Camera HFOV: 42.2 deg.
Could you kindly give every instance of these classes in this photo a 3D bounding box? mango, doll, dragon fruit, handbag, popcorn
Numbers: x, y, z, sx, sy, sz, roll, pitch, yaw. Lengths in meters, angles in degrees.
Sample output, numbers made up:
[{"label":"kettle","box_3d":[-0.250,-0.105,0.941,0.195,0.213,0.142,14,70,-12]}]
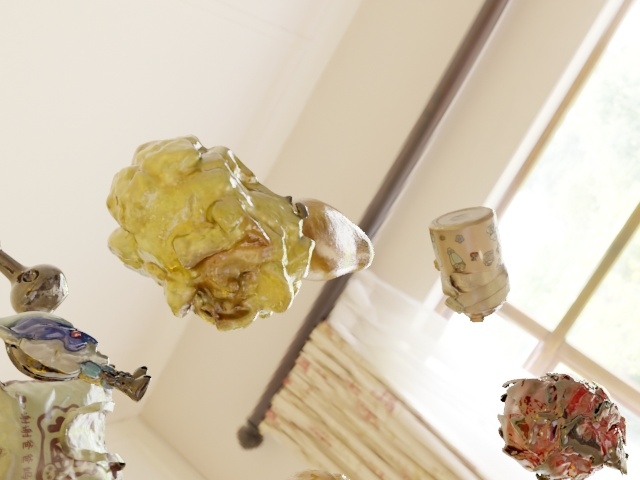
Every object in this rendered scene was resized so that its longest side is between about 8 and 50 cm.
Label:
[{"label":"mango","box_3d":[0.000,0.000,1.290,0.099,0.136,0.227,-35,-26,30]},{"label":"doll","box_3d":[-0.277,0.121,0.884,0.070,0.195,0.096,-66,14,-9]},{"label":"dragon fruit","box_3d":[0.355,0.279,1.237,0.188,0.182,0.182,-25,-10,29]},{"label":"handbag","box_3d":[-0.386,0.292,1.190,0.127,0.213,0.235,-17,-15,35]},{"label":"popcorn","box_3d":[-0.142,-0.005,1.080,0.286,0.252,0.215,36,-96,-22]}]

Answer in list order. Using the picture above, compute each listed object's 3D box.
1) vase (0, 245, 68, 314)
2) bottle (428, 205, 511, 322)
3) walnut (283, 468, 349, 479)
[{"label":"vase","box_3d":[-0.593,0.073,1.643,0.120,0.183,0.120,-49,6,7]},{"label":"bottle","box_3d":[0.201,0.039,1.099,0.099,0.099,0.152,-27,-71,-45]},{"label":"walnut","box_3d":[-0.017,0.390,1.133,0.144,0.144,0.180,-30,-22,-42]}]
